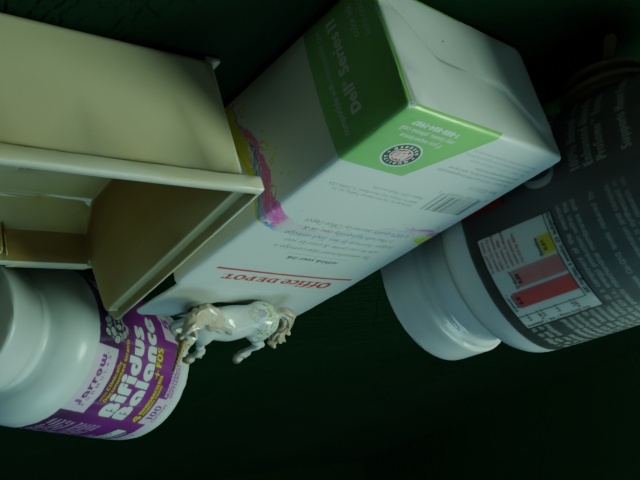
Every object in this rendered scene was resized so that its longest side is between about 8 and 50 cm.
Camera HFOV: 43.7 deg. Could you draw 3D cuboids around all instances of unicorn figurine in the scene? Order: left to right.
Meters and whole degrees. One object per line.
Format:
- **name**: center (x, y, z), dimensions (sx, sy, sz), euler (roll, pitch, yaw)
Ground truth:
- **unicorn figurine**: center (-0.094, 0.084, 0.742), dimensions (0.162, 0.060, 0.111), euler (-19, 164, -35)

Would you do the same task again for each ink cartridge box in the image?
- **ink cartridge box**: center (-0.001, -0.048, 0.706), dimensions (0.207, 0.119, 0.353), euler (8, 147, -45)

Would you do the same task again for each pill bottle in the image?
- **pill bottle**: center (-0.276, 0.115, 0.840), dimensions (0.169, 0.169, 0.301), euler (-21, 158, 12)
- **pill bottle**: center (0.245, -0.015, 0.749), dimensions (0.363, 0.210, 0.210), euler (-27, 156, 38)

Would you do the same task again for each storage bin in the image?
- **storage bin**: center (-0.230, -0.036, 0.576), dimensions (0.262, 0.123, 0.260), euler (4, 150, -40)

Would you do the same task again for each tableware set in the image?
- **tableware set**: center (0.306, -0.144, 0.797), dimensions (0.194, 0.039, 0.128), euler (10, 152, -44)
